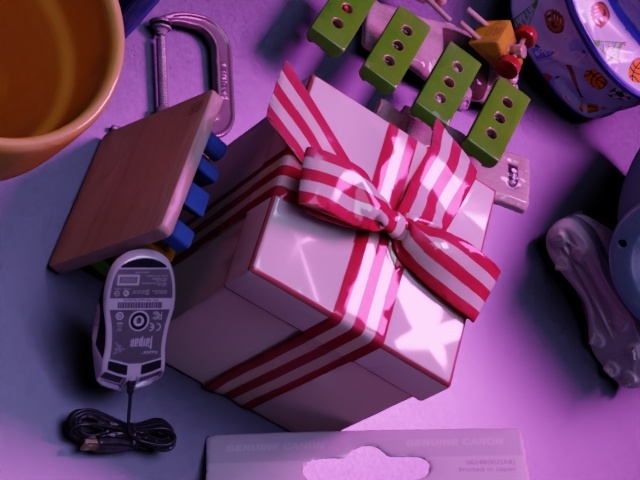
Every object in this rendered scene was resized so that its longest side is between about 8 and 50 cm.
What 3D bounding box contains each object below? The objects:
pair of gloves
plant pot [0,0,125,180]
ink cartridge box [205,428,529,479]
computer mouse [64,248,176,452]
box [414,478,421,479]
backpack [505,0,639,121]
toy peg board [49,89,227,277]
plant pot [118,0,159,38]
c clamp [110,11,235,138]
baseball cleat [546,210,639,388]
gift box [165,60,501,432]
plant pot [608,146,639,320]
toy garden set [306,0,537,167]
[{"bbox_3d":[0.134,-0.147,1.964,0.204,0.042,0.240,13,56,-25],"label":"pair of gloves"},{"bbox_3d":[-0.329,-0.149,1.502,0.254,0.239,0.254,15,62,-30],"label":"plant pot"},{"bbox_3d":[0.047,0.350,1.579,0.308,0.091,0.385,-1,49,-1],"label":"ink cartridge box"},{"bbox_3d":[-0.170,0.097,1.589,0.106,0.042,0.193,2,103,-26],"label":"computer mouse"},{"bbox_3d":[0.115,0.283,1.771,0.137,0.027,0.094,-8,76,-38],"label":"box"},{"bbox_3d":[0.356,-0.281,2.094,0.276,0.213,0.263,44,61,-16],"label":"backpack"},{"bbox_3d":[-0.149,-0.036,1.643,0.079,0.160,0.161,40,51,-31],"label":"toy peg board"},{"bbox_3d":[-0.243,-0.343,1.665,0.236,0.236,0.212,24,51,-26],"label":"plant pot"},{"bbox_3d":[-0.142,-0.166,1.787,0.137,0.022,0.161,16,62,-30],"label":"c clamp"},{"bbox_3d":[0.331,0.061,2.000,0.109,0.072,0.206,-26,92,-50],"label":"baseball cleat"},{"bbox_3d":[0.000,0.000,1.663,0.255,0.258,0.276,27,57,-25],"label":"gift box"},{"bbox_3d":[0.446,-0.022,1.959,0.272,0.271,0.255,54,39,-4],"label":"plant pot"},{"bbox_3d":[0.118,-0.209,1.937,0.244,0.049,0.204,35,51,-7],"label":"toy garden set"}]
